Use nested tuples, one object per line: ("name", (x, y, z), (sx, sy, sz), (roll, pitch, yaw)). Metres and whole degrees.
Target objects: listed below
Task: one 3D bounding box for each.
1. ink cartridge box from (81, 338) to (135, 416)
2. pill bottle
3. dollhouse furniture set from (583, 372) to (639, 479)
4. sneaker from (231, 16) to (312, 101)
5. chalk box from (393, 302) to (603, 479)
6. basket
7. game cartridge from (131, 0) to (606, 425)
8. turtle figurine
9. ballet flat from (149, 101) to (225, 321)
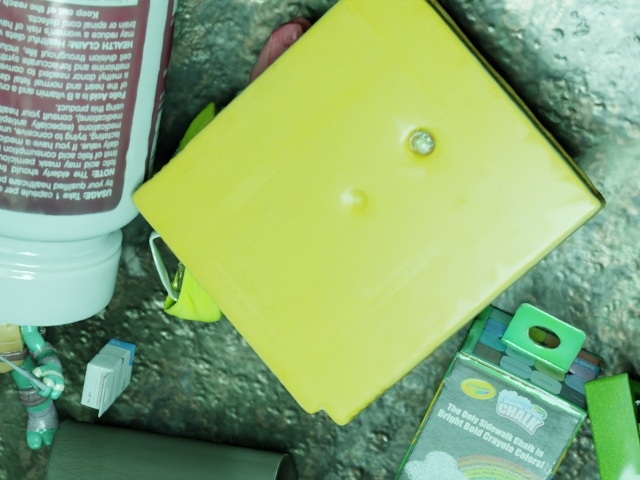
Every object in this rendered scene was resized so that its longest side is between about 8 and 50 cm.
("ink cartridge box", (-0.217, 0.138, 1.770), (0.028, 0.083, 0.048), (16, 113, 10))
("pill bottle", (-0.256, -0.137, 1.605), (0.224, 0.224, 0.392), (16, 112, 10))
("dollhouse furniture set", (0.371, 0.257, 1.547), (0.198, 0.151, 0.301), (-13, 78, 21))
("sneaker", (0.072, -0.101, 1.585), (0.314, 0.116, 0.136), (24, 113, 7))
("chalk box", (0.176, 0.153, 1.641), (0.132, 0.132, 0.213), (27, 113, 6))
("basket", (-0.143, 0.276, 1.769), (0.227, 0.154, 0.204), (-2, 106, 13))
("game cartridge", (0.037, -0.036, 1.537), (0.324, 0.053, 0.285), (-41, 84, 17))
("turtle figurine", (-0.322, 0.110, 1.752), (0.175, 0.118, 0.234), (18, 137, 16))
("ballet flat", (-0.125, -0.022, 1.676), (0.077, 0.077, 0.231), (-1, 119, -3))
